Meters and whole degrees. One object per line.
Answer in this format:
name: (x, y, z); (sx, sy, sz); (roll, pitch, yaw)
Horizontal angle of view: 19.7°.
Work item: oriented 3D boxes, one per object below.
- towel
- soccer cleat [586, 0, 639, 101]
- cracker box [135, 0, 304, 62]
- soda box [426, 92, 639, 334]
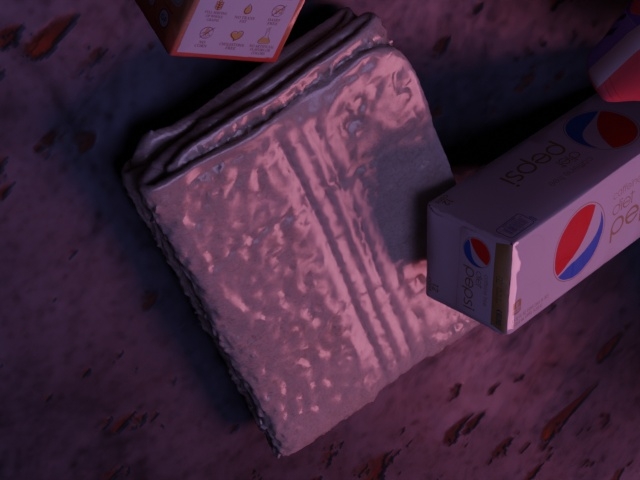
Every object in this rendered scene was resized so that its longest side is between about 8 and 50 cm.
towel: (0.000, 0.000, 1.145); (0.187, 0.049, 0.282); (-34, 134, -11)
soccer cleat: (0.291, -0.124, 1.196); (0.116, 0.108, 0.318); (-32, 160, 33)
cracker box: (-0.036, -0.222, 0.864); (0.067, 0.155, 0.232); (1, 131, -36)
soda box: (0.161, -0.027, 1.186); (0.216, 0.069, 0.074); (-32, 135, -36)
